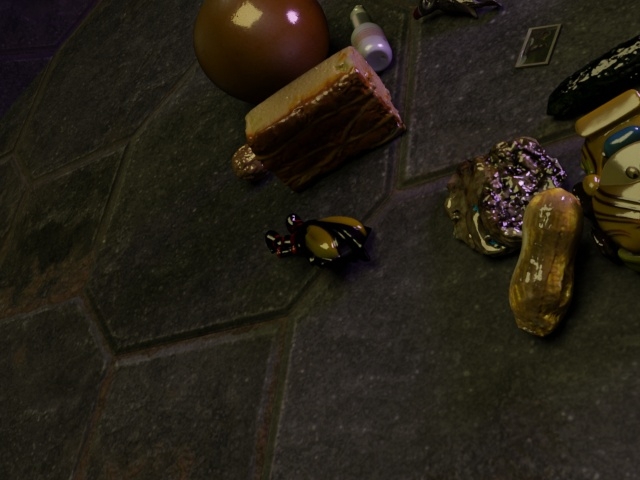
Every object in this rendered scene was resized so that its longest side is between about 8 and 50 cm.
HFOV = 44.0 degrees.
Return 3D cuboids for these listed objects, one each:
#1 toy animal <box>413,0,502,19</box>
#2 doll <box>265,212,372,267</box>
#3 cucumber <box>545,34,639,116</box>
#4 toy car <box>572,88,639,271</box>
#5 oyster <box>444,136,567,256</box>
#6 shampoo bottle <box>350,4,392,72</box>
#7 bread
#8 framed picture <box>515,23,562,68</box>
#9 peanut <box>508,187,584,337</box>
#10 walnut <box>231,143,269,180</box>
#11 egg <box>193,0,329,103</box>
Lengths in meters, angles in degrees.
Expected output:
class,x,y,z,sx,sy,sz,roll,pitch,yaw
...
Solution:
class,x,y,z,sx,sy,sz,roll,pitch,yaw
toy animal,0.265,-0.482,1.581,0.202,0.070,0.105,-8,89,41
doll,-0.002,-0.001,1.444,0.249,0.088,0.127,18,74,52
cucumber,0.458,-0.265,1.231,0.245,0.067,0.067,-28,45,23
toy car,0.431,-0.087,1.056,0.200,0.142,0.247,-33,41,22
oyster,0.272,-0.074,1.251,0.223,0.083,0.214,-8,53,47
shampoo bottle,0.099,-0.433,1.692,0.074,0.074,0.192,-35,41,18
bread,0.002,-0.226,1.540,0.275,0.185,0.114,-27,41,24
framed picture,0.386,-0.344,1.406,0.066,0.007,0.089,5,64,45
peanut,0.310,0.030,1.094,0.087,0.087,0.206,11,93,47
walnut,-0.148,-0.168,1.719,0.096,0.082,0.079,-34,10,12
egg,-0.134,-0.445,1.757,0.351,0.282,0.282,11,68,51
